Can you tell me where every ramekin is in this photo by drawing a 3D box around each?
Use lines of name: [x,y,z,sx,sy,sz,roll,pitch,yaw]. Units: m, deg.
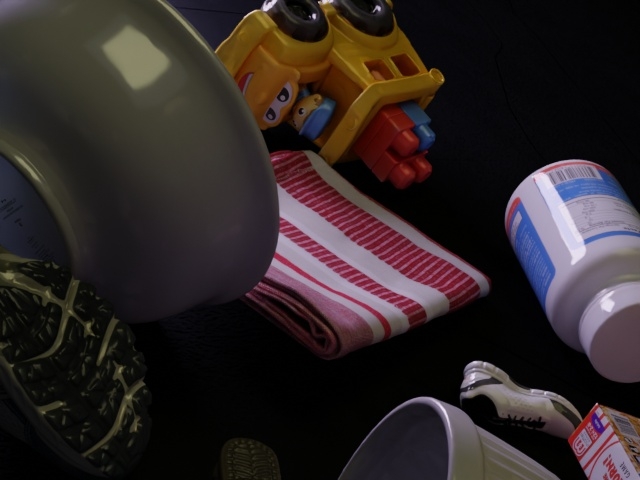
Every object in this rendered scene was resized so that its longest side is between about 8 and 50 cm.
ramekin: [0.069,0.207,0.896,0.109,0.207,0.207,25,27,-13]

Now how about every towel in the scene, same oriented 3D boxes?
towel: [0.000,0.000,1.312,0.237,0.037,0.329,36,21,19]

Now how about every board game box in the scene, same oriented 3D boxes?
board game box: [0.302,0.212,1.175,0.193,0.045,0.146,21,26,-26]

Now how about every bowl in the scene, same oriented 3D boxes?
bowl: [-0.183,-0.047,1.102,0.298,0.298,0.134,35,52,22]

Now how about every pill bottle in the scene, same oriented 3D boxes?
pill bottle: [0.258,0.030,1.409,0.124,0.124,0.221,12,31,-19]

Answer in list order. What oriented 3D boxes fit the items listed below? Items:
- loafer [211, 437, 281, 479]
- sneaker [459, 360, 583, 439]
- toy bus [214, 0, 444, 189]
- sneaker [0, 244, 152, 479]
loafer: [-0.048,0.199,0.981,0.056,0.050,0.148,12,46,-12]
sneaker: [0.163,0.142,1.248,0.109,0.040,0.043,23,45,7]
toy bus: [0.019,-0.139,1.530,0.220,0.149,0.211,-17,63,-47]
sneaker: [-0.233,0.060,1.025,0.283,0.122,0.110,47,38,-4]
